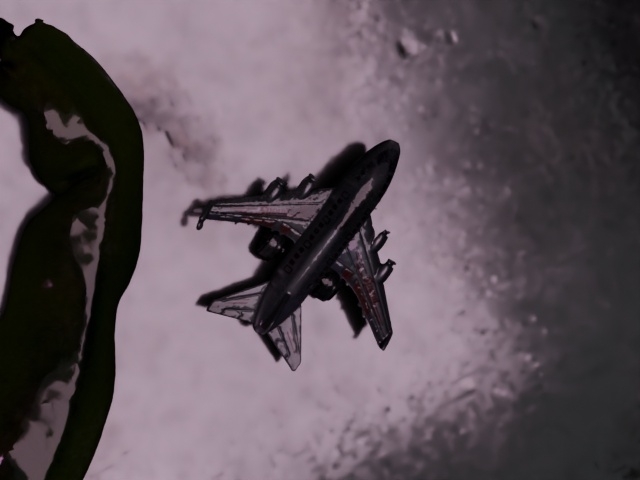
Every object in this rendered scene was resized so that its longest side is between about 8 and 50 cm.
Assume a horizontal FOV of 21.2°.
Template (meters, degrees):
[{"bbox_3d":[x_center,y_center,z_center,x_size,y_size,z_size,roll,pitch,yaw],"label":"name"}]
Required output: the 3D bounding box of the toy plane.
[{"bbox_3d":[0.000,0.000,0.579,0.078,0.031,0.083,36,85,-12],"label":"toy plane"}]

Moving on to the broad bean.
[{"bbox_3d":[-0.089,0.022,0.552,0.061,0.046,0.195,1,87,-1],"label":"broad bean"}]
